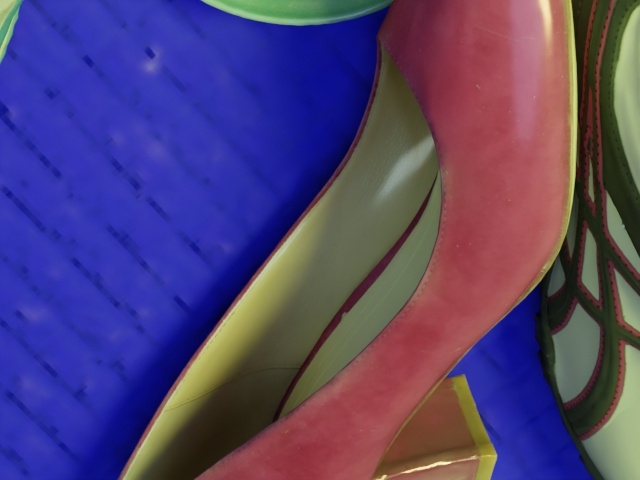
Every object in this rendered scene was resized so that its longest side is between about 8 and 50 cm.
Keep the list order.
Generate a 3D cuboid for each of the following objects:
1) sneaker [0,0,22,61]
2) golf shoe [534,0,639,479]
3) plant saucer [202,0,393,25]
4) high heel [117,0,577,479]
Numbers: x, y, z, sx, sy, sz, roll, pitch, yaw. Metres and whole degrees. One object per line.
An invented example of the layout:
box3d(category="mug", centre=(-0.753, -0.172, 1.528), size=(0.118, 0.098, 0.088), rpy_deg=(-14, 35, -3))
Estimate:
box3d(category="sneaker", centre=(-0.106, -0.091, 0.504), size=(0.087, 0.092, 0.228), rpy_deg=(36, 113, -3))
box3d(category="golf shoe", centre=(0.115, 0.007, 0.563), size=(0.105, 0.120, 0.272), rpy_deg=(-16, 113, 1))
box3d(category="plant saucer", centre=(-0.005, -0.121, 0.552), size=(0.119, 0.021, 0.119), rpy_deg=(-2, 113, -5))
box3d(category="high heel", centre=(0.000, 0.000, 0.566), size=(0.117, 0.082, 0.244), rpy_deg=(-3, 132, -14))
